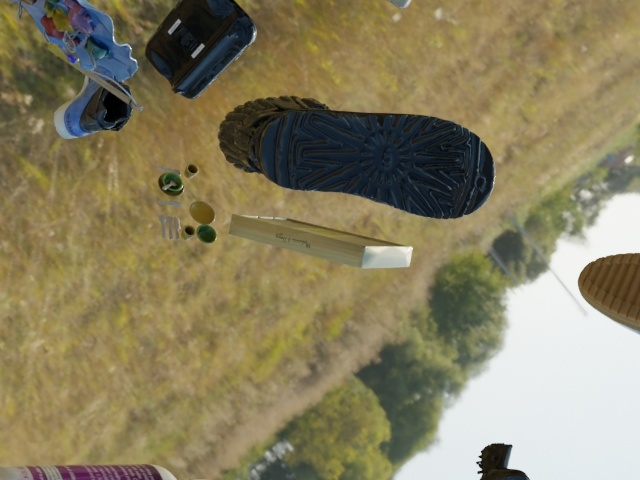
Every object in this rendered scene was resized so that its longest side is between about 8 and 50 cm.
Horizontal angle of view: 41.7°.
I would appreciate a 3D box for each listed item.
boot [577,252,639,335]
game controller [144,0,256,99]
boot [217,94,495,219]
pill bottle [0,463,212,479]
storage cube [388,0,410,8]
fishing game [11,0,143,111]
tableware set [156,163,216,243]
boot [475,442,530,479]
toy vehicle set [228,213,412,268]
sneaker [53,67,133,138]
[{"bbox_3d":[0.398,0.120,0.872,0.090,0.248,0.207,-51,132,-18],"label":"boot"},{"bbox_3d":[-0.264,-0.424,1.796,0.319,0.166,0.067,-29,-169,50],"label":"game controller"},{"bbox_3d":[0.043,-0.126,1.180,0.260,0.348,0.131,-151,-108,-71],"label":"boot"},{"bbox_3d":[-0.275,0.372,1.070,0.301,0.169,0.169,9,143,-34],"label":"pill bottle"},{"bbox_3d":[0.101,-0.463,1.121,0.193,0.215,0.183,-64,-171,-13],"label":"storage cube"},{"bbox_3d":[-0.262,-0.218,0.816,0.041,0.189,0.264,-54,175,-15],"label":"fishing game"},{"bbox_3d":[-0.226,-0.065,1.436,0.104,0.154,0.024,9,146,-30],"label":"tableware set"},{"bbox_3d":[0.338,0.417,1.548,0.121,0.045,0.099,-31,-159,39],"label":"boot"},{"bbox_3d":[0.000,0.000,1.407,0.166,0.267,0.035,2,100,-57],"label":"toy vehicle set"},{"bbox_3d":[-0.259,-0.182,1.043,0.084,0.058,0.152,-3,-142,24],"label":"sneaker"}]
